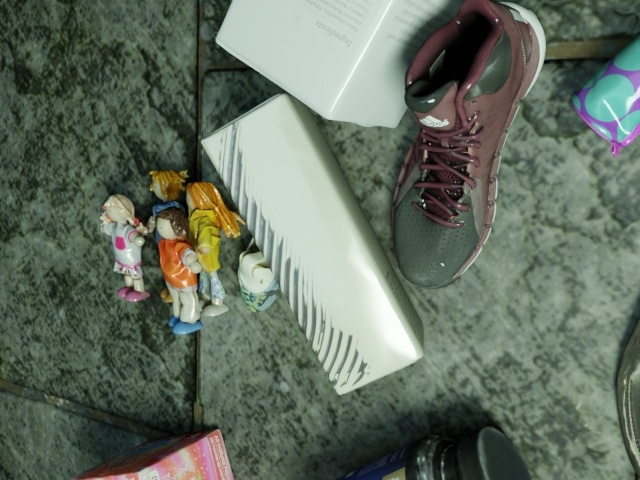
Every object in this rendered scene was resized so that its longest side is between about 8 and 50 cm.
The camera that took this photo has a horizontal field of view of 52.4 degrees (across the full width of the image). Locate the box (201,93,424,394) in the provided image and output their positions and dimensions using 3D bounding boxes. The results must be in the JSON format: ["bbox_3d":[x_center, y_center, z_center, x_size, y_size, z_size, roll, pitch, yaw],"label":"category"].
[{"bbox_3d":[0.000,0.000,0.640,0.094,0.113,0.275,-28,93,12],"label":"box"}]

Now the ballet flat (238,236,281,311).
[{"bbox_3d":[-0.059,0.006,0.744,0.070,0.070,0.188,35,112,22],"label":"ballet flat"}]

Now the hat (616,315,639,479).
[{"bbox_3d":[0.375,0.133,0.466,0.331,0.134,0.331,4,98,29],"label":"hat"}]

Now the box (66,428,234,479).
[{"bbox_3d":[-0.181,0.410,0.815,0.142,0.154,0.300,-18,85,30],"label":"box"}]

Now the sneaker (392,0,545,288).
[{"bbox_3d":[0.103,-0.082,0.581,0.106,0.162,0.281,21,106,27],"label":"sneaker"}]

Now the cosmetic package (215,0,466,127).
[{"bbox_3d":[0.031,-0.223,0.613,0.151,0.151,0.183,39,112,21],"label":"cosmetic package"}]

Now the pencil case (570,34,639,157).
[{"bbox_3d":[0.283,-0.141,0.525,0.152,0.064,0.070,-41,59,28],"label":"pencil case"}]

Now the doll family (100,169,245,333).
[{"bbox_3d":[-0.174,-0.003,0.796,0.263,0.118,0.163,13,111,52],"label":"doll family"}]

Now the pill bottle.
[{"bbox_3d":[0.096,0.271,0.651,0.219,0.123,0.123,-37,77,29],"label":"pill bottle"}]
